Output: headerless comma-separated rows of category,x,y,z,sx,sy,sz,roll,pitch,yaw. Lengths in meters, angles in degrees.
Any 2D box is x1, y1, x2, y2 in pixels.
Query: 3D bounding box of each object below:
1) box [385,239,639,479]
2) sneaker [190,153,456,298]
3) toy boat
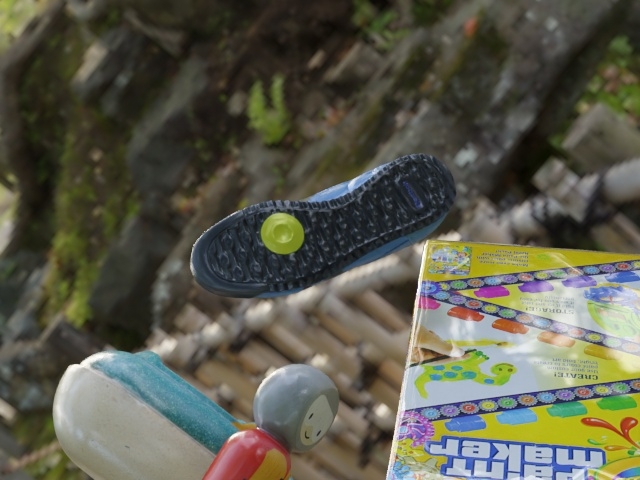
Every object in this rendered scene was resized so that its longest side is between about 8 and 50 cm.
box,0.132,0.193,0.957,0.279,0.177,0.290,-73,-14,-61
sneaker,0.000,0.000,1.139,0.209,0.069,0.082,-21,-11,-21
toy boat,-0.083,0.175,1.297,0.148,0.267,0.318,-53,12,-17
